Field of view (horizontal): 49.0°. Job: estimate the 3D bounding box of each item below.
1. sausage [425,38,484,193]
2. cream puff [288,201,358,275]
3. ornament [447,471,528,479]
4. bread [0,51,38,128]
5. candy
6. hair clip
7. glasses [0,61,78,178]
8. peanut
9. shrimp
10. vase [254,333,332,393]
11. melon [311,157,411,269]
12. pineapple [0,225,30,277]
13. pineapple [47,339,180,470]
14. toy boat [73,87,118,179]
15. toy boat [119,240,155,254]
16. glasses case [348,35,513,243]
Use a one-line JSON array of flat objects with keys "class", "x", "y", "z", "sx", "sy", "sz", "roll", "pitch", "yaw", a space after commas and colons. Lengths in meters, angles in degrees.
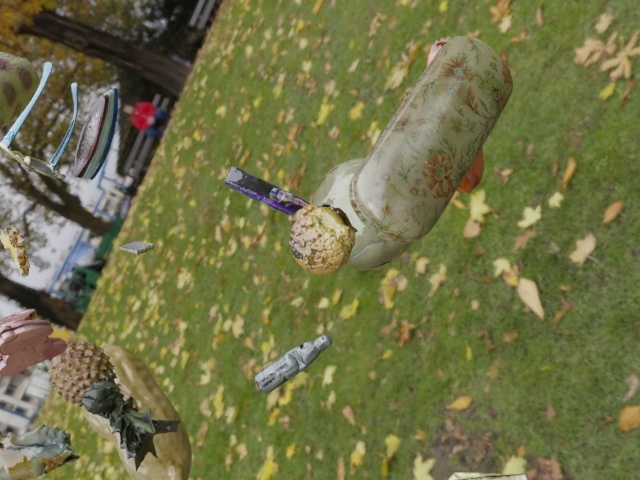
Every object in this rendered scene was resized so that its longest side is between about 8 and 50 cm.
[{"class": "sausage", "x": 0.307, "y": -0.277, "z": 1.575, "sx": 0.097, "sy": 0.348, "sz": 0.094, "roll": 5, "pitch": 24, "yaw": 41}, {"class": "cream puff", "x": 0.000, "y": 0.000, "z": 1.194, "sx": 0.133, "sy": 0.104, "sz": 0.119, "roll": 38, "pitch": 126, "yaw": 53}, {"class": "ornament", "x": 0.343, "y": 0.524, "z": 1.368, "sx": 0.180, "sy": 0.201, "sz": 0.059, "roll": -48, "pitch": -11, "yaw": 2}, {"class": "bread", "x": -0.818, "y": -0.339, "z": 1.655, "sx": 0.338, "sy": 0.187, "sz": 0.155, "roll": -83, "pitch": 12, "yaw": -56}, {"class": "candy", "x": -0.119, "y": -0.116, "z": 1.963, "sx": 0.061, "sy": 0.312, "sz": 0.088, "roll": -66, "pitch": 8, "yaw": -4}, {"class": "hair clip", "x": -0.504, "y": 0.177, "z": 1.201, "sx": 0.138, "sy": 0.123, "sz": 0.102, "roll": -2, "pitch": 109, "yaw": 66}, {"class": "glasses", "x": -0.594, "y": -0.252, "z": 1.479, "sx": 0.189, "sy": 0.088, "sz": 0.220, "roll": 40, "pitch": -119, "yaw": -79}, {"class": "peanut", "x": -0.431, "y": 0.414, "z": 1.618, "sx": 0.169, "sy": 0.387, "sz": 0.192, "roll": -18, "pitch": -25, "yaw": -51}, {"class": "shrimp", "x": -0.568, "y": 0.327, "z": 1.228, "sx": 0.185, "sy": 0.287, "sz": 0.068, "roll": -27, "pitch": -42, "yaw": -33}, {"class": "vase", "x": -0.060, "y": 0.290, "z": 1.685, "sx": 0.211, "sy": 0.060, "sz": 0.060, "roll": -34, "pitch": 19, "yaw": 11}, {"class": "melon", "x": 0.106, "y": -0.064, "z": 1.665, "sx": 0.330, "sy": 0.268, "sz": 0.268, "roll": 114, "pitch": 180, "yaw": -89}, {"class": "pineapple", "x": -0.425, "y": 0.008, "z": 0.979, "sx": 0.083, "sy": 0.019, "sz": 0.045, "roll": 49, "pitch": 140, "yaw": 29}, {"class": "pineapple", "x": -0.377, "y": 0.284, "z": 1.259, "sx": 0.119, "sy": 0.277, "sz": 0.130, "roll": -25, "pitch": -45, "yaw": -42}, {"class": "toy boat", "x": -0.512, "y": -0.242, "z": 1.595, "sx": 0.229, "sy": 0.080, "sz": 0.046, "roll": -61, "pitch": -8, "yaw": 23}, {"class": "toy boat", "x": -0.537, "y": 0.021, "z": 2.053, "sx": 0.115, "sy": 0.063, "sz": 0.016, "roll": 7, "pitch": 115, "yaw": 49}, {"class": "glasses case", "x": 0.197, "y": -0.181, "z": 1.206, "sx": 0.425, "sy": 0.156, "sz": 0.098, "roll": -56, "pitch": 11, "yaw": -24}]
